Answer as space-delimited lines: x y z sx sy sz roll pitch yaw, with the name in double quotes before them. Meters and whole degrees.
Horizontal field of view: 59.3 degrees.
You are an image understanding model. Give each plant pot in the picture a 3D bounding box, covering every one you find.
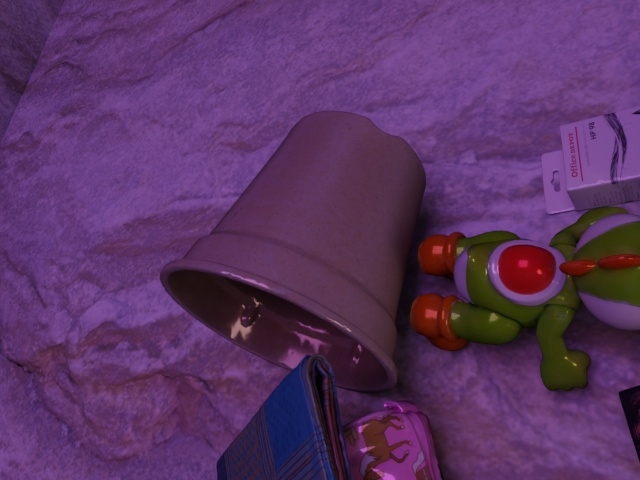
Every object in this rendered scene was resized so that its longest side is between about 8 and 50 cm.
"plant pot" 0.000 0.000 0.795 0.333 0.334 0.306 6 59 38

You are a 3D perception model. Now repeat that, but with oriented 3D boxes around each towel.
"towel" -0.050 0.338 0.691 0.370 0.040 0.272 -57 37 44

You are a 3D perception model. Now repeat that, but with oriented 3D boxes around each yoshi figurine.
"yoshi figurine" 0.298 0.054 0.657 0.362 0.204 0.203 -11 19 47

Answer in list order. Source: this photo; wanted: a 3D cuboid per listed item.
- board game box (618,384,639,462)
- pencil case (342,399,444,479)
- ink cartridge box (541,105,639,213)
"board game box" 0.407 0.158 0.494 0.243 0.042 0.165 -31 11 25
"pencil case" 0.111 0.370 0.595 0.167 0.160 0.386 -20 51 -5
"ink cartridge box" 0.373 -0.104 0.724 0.180 0.060 0.104 -11 61 31
